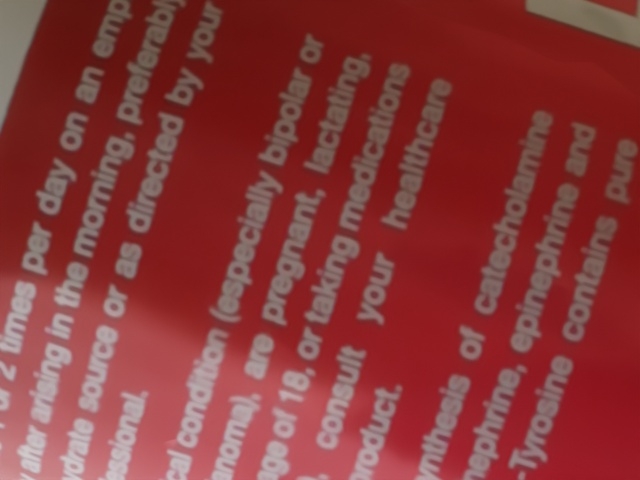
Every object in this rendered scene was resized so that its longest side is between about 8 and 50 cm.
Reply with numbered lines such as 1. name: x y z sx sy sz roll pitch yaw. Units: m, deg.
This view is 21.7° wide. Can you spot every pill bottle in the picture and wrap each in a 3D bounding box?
1. pill bottle: 0.000 0.000 0.493 0.407 0.229 0.229 18 -157 0
